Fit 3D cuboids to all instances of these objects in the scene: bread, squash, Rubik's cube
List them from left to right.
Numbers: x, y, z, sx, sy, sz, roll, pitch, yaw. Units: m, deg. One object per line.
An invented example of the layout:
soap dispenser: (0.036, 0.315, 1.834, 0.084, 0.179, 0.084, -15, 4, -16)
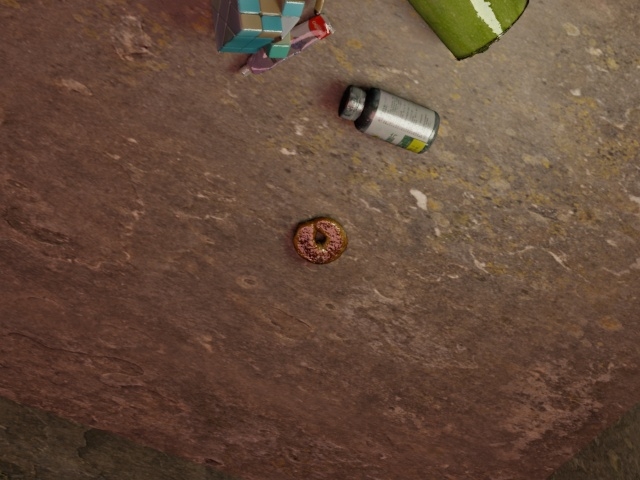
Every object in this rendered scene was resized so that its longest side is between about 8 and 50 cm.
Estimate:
Rubik's cube: (-0.166, -0.603, 1.690, 0.213, 0.265, 0.224, -9, 92, -30)
bread: (0.000, 0.000, 2.180, 0.193, 0.064, 0.193, -1, 116, -2)
squash: (0.346, -0.694, 1.645, 0.263, 0.263, 0.384, -38, 118, 19)

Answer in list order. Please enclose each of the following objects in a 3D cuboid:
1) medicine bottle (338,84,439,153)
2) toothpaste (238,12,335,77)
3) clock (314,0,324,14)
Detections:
medicine bottle: (0.203, -0.373, 1.908, 0.293, 0.141, 0.141, 19, 119, -15)
toothpaste: (-0.104, -0.558, 1.828, 0.301, 0.048, 0.075, -28, 116, 11)
clock: (0.012, -0.723, 1.685, 0.170, 0.069, 0.232, 34, 137, -4)
